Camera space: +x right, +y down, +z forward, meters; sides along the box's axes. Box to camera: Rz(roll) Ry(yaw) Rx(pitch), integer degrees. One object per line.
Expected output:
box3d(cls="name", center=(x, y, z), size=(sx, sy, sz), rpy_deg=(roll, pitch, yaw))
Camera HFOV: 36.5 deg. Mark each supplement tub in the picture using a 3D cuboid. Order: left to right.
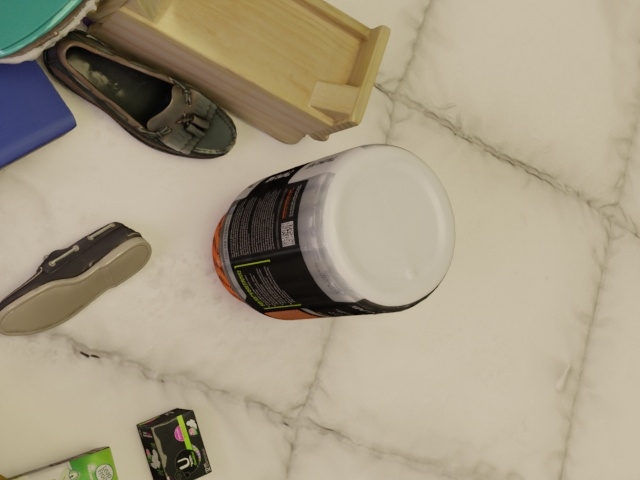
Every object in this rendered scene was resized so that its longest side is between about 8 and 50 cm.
box3d(cls="supplement tub", center=(0.000, 0.000, 1.195), size=(0.193, 0.316, 0.194), rpy_deg=(4, 82, -32))

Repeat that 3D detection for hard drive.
box3d(cls="hard drive", center=(-0.410, -0.158, 1.023), size=(0.210, 0.040, 0.319), rpy_deg=(57, 28, -10))

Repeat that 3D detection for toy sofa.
box3d(cls="toy sofa", center=(-0.109, -0.270, 1.241), size=(0.362, 0.177, 0.150), rpy_deg=(26, 73, -26))

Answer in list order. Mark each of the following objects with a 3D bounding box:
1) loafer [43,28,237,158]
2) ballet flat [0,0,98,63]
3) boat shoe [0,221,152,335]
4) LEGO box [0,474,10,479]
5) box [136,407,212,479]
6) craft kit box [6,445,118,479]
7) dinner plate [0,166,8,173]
box3d(cls="loafer", center=(-0.218, -0.172, 1.209), size=(0.267, 0.084, 0.096), rpy_deg=(27, 91, -24))
box3d(cls="ballet flat", center=(-0.263, -0.360, 1.093), size=(0.147, 0.147, 0.409), rpy_deg=(34, 87, -23))
box3d(cls="boat shoe", center=(-0.305, 0.043, 1.167), size=(0.206, 0.075, 0.065), rpy_deg=(-32, 58, -25))
box3d(cls="LEGO box", center=(-0.467, 0.338, 0.874), size=(0.500, 0.193, 0.372), rpy_deg=(33, 72, -10))
box3d(cls="box", center=(-0.182, 0.259, 1.208), size=(0.062, 0.052, 0.083), rpy_deg=(-20, 96, -32))
box3d(cls="craft kit box", center=(-0.323, 0.386, 1.080), size=(0.246, 0.061, 0.250), rpy_deg=(-12, 84, -34))
box3d(cls="dinner plate", center=(-0.418, -0.136, 1.132), size=(0.141, 0.017, 0.141), rpy_deg=(4, 83, -32))
